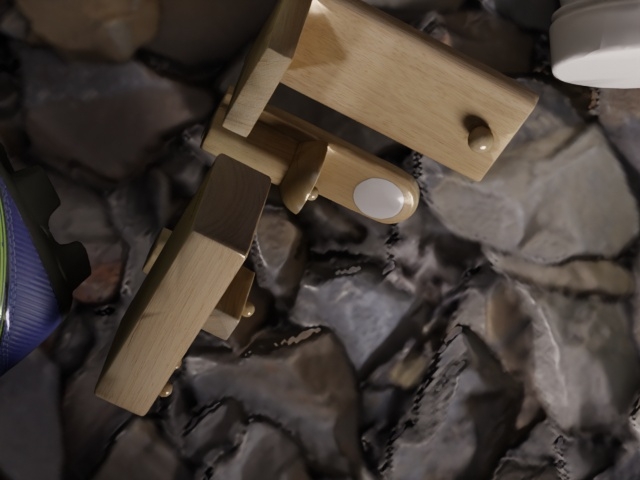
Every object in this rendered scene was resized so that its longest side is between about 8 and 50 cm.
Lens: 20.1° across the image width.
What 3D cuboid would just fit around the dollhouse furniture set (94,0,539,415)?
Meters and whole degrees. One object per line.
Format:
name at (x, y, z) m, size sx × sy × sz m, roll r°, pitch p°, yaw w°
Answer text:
dollhouse furniture set at (0.000, 0.000, 0.792) m, size 0.123 × 0.144 × 0.151 m, roll 26°, pitch 42°, yaw -9°

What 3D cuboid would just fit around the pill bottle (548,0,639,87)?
pill bottle at (0.152, -0.187, 0.861) m, size 0.121 × 0.121 × 0.216 m, roll 1°, pitch 82°, yaw -13°

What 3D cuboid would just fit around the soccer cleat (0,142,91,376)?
soccer cleat at (-0.202, -0.052, 0.729) m, size 0.121 × 0.093 × 0.289 m, roll -39°, pitch 121°, yaw -18°
